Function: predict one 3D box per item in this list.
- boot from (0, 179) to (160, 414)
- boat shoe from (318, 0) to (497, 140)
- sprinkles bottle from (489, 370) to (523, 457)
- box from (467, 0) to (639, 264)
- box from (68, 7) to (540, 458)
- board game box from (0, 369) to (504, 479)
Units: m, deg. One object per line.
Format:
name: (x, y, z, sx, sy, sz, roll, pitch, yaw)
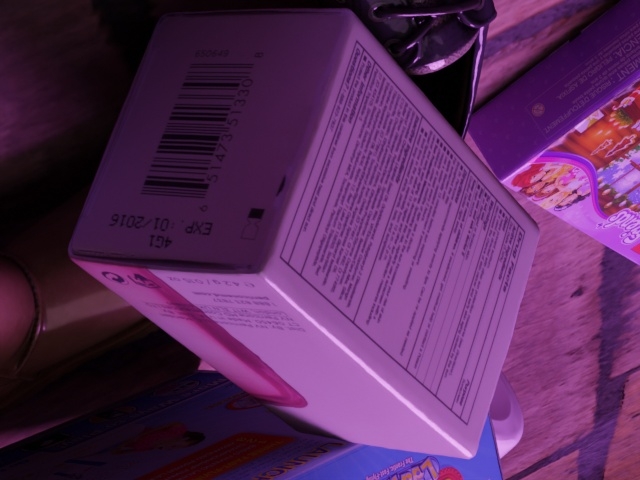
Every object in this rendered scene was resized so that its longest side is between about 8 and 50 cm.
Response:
boot: (-0.171, 0.020, 0.935, 0.236, 0.089, 0.269, -41, 165, 8)
boat shoe: (0.047, -0.128, 0.963, 0.102, 0.092, 0.285, -27, 156, -10)
sprinkles bottle: (0.007, 0.218, 1.530, 0.355, 0.121, 0.121, -43, 152, 27)
box: (0.247, -0.086, 1.296, 0.201, 0.057, 0.293, -37, 154, 17)
box: (0.000, 0.000, 0.974, 0.126, 0.149, 0.232, 4, 154, 35)
board game box: (-0.097, 0.171, 1.137, 0.308, 0.086, 0.302, -20, -168, -38)
